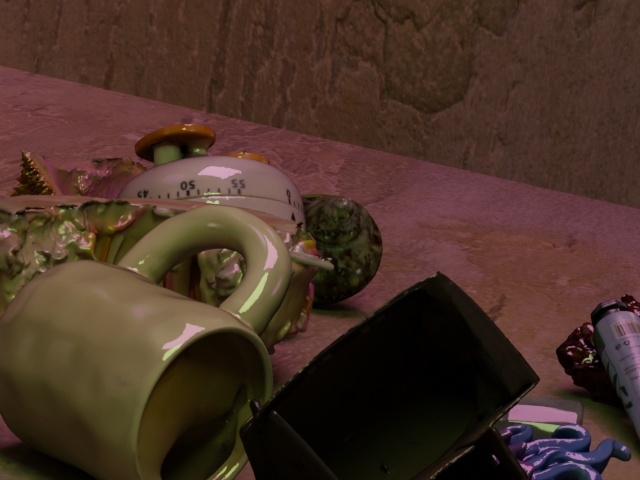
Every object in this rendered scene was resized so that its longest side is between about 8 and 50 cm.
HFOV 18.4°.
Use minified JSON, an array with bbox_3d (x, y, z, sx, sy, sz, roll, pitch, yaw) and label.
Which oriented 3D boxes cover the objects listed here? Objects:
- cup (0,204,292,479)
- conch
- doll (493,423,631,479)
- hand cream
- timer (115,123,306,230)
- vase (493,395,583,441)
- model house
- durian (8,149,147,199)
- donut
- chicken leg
[{"bbox_3d":[-0.151,0.078,1.666,0.202,0.255,0.173,21,0,40],"label":"cup"},{"bbox_3d":[-0.002,-0.002,2.469,0.181,0.187,0.124,-24,-55,37],"label":"conch"},{"bbox_3d":[0.190,0.207,1.781,0.206,0.067,0.110,-12,44,-27],"label":"doll"},{"bbox_3d":[0.349,0.163,2.100,0.091,0.058,0.271,9,34,-23],"label":"hand cream"},{"bbox_3d":[-0.126,0.006,2.320,0.233,0.240,0.233,-5,-17,-1],"label":"timer"},{"bbox_3d":[0.140,0.182,1.890,0.214,0.086,0.086,7,11,6],"label":"vase"},{"bbox_3d":[0.059,0.172,1.665,0.204,0.211,0.243,51,-19,3],"label":"model house"},{"bbox_3d":[-0.299,-0.047,2.489,0.165,0.132,0.182,20,9,9],"label":"durian"},{"bbox_3d":[-0.191,0.033,2.059,0.371,0.150,0.307,3,6,-10],"label":"donut"},{"bbox_3d":[0.419,0.134,2.276,0.322,0.083,0.177,7,41,-12],"label":"chicken leg"}]
